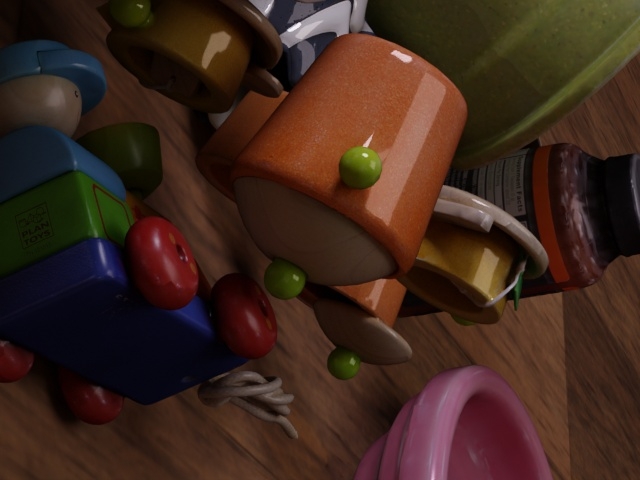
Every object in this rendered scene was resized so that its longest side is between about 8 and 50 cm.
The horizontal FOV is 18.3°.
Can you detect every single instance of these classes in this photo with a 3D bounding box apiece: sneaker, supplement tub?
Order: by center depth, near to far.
[{"bbox_3d":[-0.017,-0.080,1.202,0.235,0.094,0.153,88,26,-53],"label":"sneaker"},{"bbox_3d":[0.134,-0.010,1.400,0.106,0.198,0.106,-10,90,-71],"label":"supplement tub"}]

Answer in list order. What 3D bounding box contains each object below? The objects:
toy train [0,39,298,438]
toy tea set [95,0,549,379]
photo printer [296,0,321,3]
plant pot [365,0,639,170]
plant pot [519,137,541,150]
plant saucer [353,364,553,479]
[{"bbox_3d":[-0.084,0.008,0.962,0.248,0.105,0.143,38,32,-62],"label":"toy train"},{"bbox_3d":[0.000,0.000,1.024,0.124,0.200,0.336,-60,148,-15],"label":"toy tea set"},{"bbox_3d":[-0.091,-0.223,0.871,0.256,0.107,0.307,43,11,19],"label":"photo printer"},{"bbox_3d":[0.091,-0.231,1.284,0.254,0.276,0.276,43,31,-13],"label":"plant pot"},{"bbox_3d":[0.120,-0.058,1.540,0.096,0.109,0.109,-83,157,-71],"label":"plant pot"},{"bbox_3d":[0.097,0.252,1.337,0.332,0.084,0.332,-11,90,-69],"label":"plant saucer"}]
